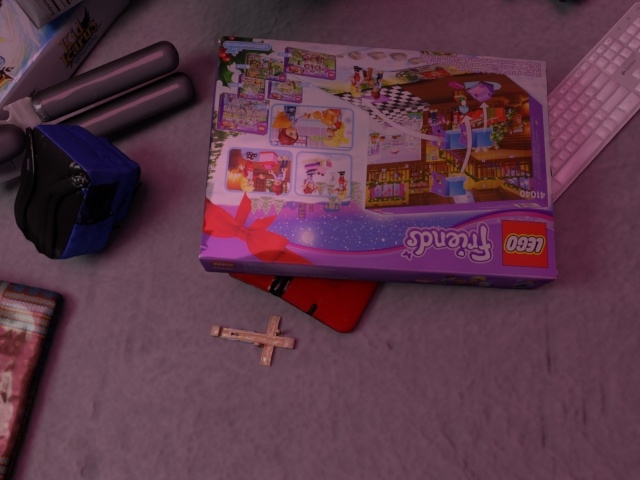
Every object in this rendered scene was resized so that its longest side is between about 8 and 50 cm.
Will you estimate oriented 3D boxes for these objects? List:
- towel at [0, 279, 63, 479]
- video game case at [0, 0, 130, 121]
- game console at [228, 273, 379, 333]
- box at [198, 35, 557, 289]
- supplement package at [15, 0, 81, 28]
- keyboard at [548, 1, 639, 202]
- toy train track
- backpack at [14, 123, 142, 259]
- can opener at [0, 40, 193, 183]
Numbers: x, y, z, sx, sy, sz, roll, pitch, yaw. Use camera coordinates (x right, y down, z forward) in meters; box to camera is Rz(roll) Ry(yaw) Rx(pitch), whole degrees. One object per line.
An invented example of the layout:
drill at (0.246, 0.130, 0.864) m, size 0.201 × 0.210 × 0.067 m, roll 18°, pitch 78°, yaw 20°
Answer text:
towel at (-0.464, 0.140, 0.567) m, size 0.370 × 0.040 × 0.271 m, roll 11°, pitch 73°, yaw -6°
video game case at (-0.414, -0.266, 0.757) m, size 0.269 × 0.061 × 0.244 m, roll 28°, pitch 79°, yaw 20°
game console at (0.000, 0.000, 0.598) m, size 0.124 × 0.085 × 0.144 m, roll 32°, pitch 78°, yaw -11°
box at (0.050, -0.066, 0.537) m, size 0.293 × 0.057 × 0.201 m, roll 4°, pitch 75°, yaw -3°
supplement package at (-0.301, -0.384, 0.666) m, size 0.203 × 0.149 × 0.194 m, roll -37°, pitch 65°, yaw -9°
keyboard at (0.254, -0.124, 0.588) m, size 0.072 × 0.014 × 0.256 m, roll 41°, pitch 83°, yaw 22°
toy train track at (-0.065, 0.090, 0.578) m, size 0.083 × 0.014 × 0.048 m, roll 6°, pitch 72°, yaw 15°
backpack at (-0.243, -0.042, 0.620) m, size 0.098 × 0.101 × 0.120 m, roll 40°, pitch 115°, yaw 24°
can opener at (-0.271, -0.124, 0.652) m, size 0.280 × 0.074 × 0.093 m, roll -26°, pitch 35°, yaw -6°
